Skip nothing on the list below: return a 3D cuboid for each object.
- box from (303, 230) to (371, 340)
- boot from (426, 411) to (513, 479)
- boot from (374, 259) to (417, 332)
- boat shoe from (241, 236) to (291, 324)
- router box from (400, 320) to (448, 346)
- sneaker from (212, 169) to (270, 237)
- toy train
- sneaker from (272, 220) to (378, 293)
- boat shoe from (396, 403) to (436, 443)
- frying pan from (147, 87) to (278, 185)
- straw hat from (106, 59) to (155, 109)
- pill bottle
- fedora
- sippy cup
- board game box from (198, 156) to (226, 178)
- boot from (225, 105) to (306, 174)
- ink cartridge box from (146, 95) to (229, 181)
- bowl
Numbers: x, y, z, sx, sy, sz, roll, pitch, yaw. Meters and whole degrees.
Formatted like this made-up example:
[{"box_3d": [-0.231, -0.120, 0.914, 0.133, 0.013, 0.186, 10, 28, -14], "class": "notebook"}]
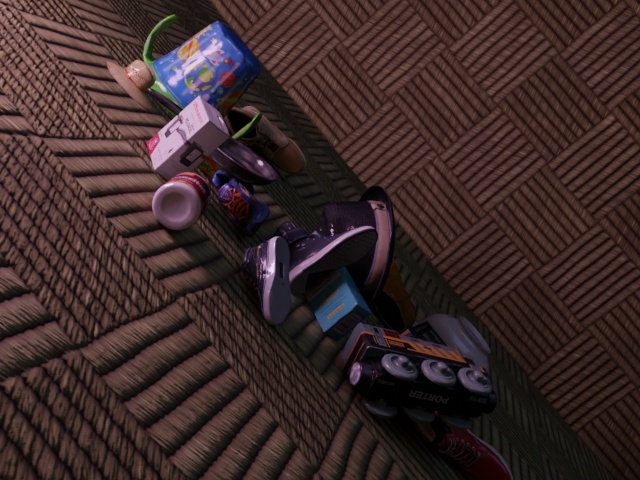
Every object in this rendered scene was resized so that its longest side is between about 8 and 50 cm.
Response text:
[{"box_3d": [0.014, 0.097, 1.941, 0.060, 0.100, 0.244, 36, 17, -46], "class": "box"}, {"box_3d": [0.312, 0.468, 1.915, 0.244, 0.088, 0.176, 44, 10, 15], "class": "boot"}, {"box_3d": [0.168, 0.119, 2.430, 0.295, 0.104, 0.211, 56, 12, 10], "class": "boot"}, {"box_3d": [-0.105, 0.084, 1.661, 0.065, 0.083, 0.183, 38, 43, -42], "class": "boat shoe"}, {"box_3d": [0.301, 0.336, 2.284, 0.243, 0.081, 0.309, 52, 12, 12], "class": "router box"}, {"box_3d": [-0.180, -0.081, 1.884, 0.087, 0.083, 0.221, 29, 13, -36], "class": "sneaker"}, {"box_3d": [0.201, 0.274, 1.798, 0.334, 0.142, 0.190, 14, 26, -22], "class": "toy train"}, {"box_3d": [-0.001, -0.001, 1.912, 0.163, 0.226, 0.086, 57, -6, 45], "class": "sneaker"}, {"box_3d": [0.195, 0.340, 1.871, 0.190, 0.072, 0.068, 54, -14, 17], "class": "boat shoe"}, {"box_3d": [-0.229, -0.205, 1.905, 0.326, 0.053, 0.197, 26, 17, -34], "class": "frying pan"}, {"box_3d": [-0.404, -0.367, 1.965, 0.144, 0.061, 0.144, 46, 13, -14], "class": "straw hat"}, {"box_3d": [-0.244, -0.075, 1.574, 0.086, 0.086, 0.152, 48, 11, -9], "class": "pill bottle"}, {"box_3d": [0.068, 0.005, 2.208, 0.153, 0.334, 0.334, 10, 25, -15], "class": "fedora"}, {"box_3d": [-0.277, -0.408, 2.163, 0.305, 0.224, 0.240, 40, 14, -35], "class": "sippy cup"}, {"box_3d": [-0.259, -0.208, 2.040, 0.092, 0.043, 0.181, 41, 15, -35], "class": "board game box"}, {"box_3d": [-0.158, -0.286, 2.526, 0.262, 0.095, 0.203, 48, 11, 1], "class": "boot"}, {"box_3d": [-0.263, -0.199, 1.734, 0.063, 0.150, 0.109, 40, 15, -38], "class": "ink cartridge box"}, {"box_3d": [0.415, 0.321, 2.627, 0.298, 0.134, 0.298, 47, 12, -14], "class": "bowl"}]
